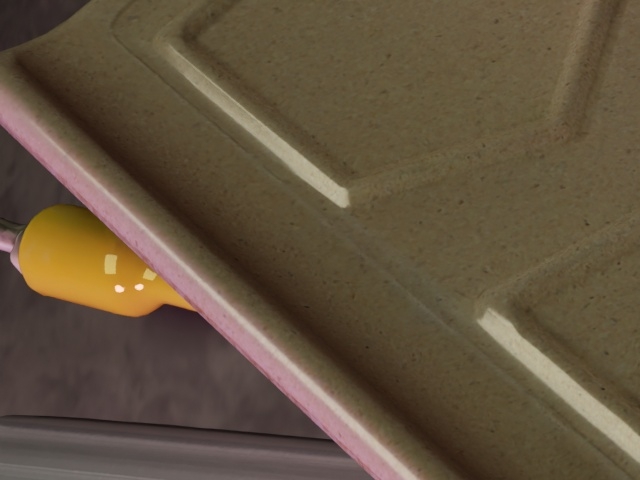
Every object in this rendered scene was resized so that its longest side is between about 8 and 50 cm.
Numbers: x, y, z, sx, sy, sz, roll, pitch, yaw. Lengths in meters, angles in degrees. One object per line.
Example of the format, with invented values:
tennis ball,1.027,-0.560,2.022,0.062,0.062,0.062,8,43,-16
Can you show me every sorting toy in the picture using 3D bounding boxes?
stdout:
sorting toy,0.113,-0.009,0.340,0.229,0.041,0.307,-39,58,-16

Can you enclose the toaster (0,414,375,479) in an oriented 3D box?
toaster,0.012,0.109,0.413,0.146,0.227,0.129,1,76,20

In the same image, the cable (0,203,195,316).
cable,0.000,0.000,0.608,0.287,0.072,0.139,34,88,39
